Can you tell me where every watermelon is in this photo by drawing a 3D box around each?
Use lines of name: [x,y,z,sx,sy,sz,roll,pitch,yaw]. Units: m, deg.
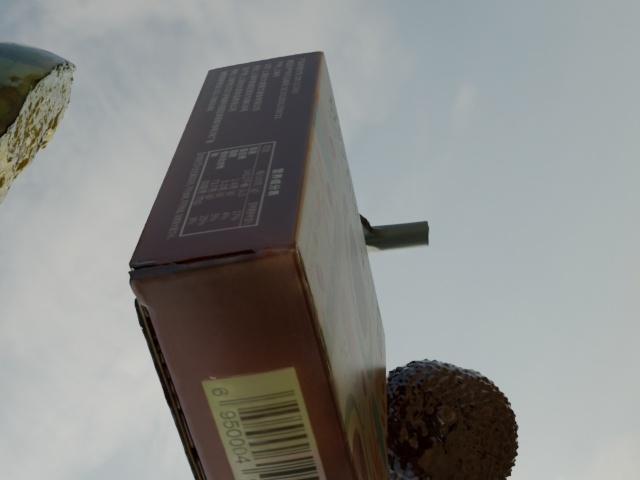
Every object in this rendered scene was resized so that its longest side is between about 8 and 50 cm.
watermelon: [-0.366,-0.043,0.911,0.331,0.190,0.330,-159,90,-87]

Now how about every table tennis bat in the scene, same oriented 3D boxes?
table tennis bat: [0.000,0.000,1.527,0.215,0.329,0.044,95,171,-57]

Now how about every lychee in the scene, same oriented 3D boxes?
lychee: [0.135,0.230,1.173,0.194,0.195,0.194,2,-92,-59]

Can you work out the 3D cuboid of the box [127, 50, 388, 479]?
box: [-0.027,0.064,0.900,0.385,0.122,0.344,-84,-17,-60]
